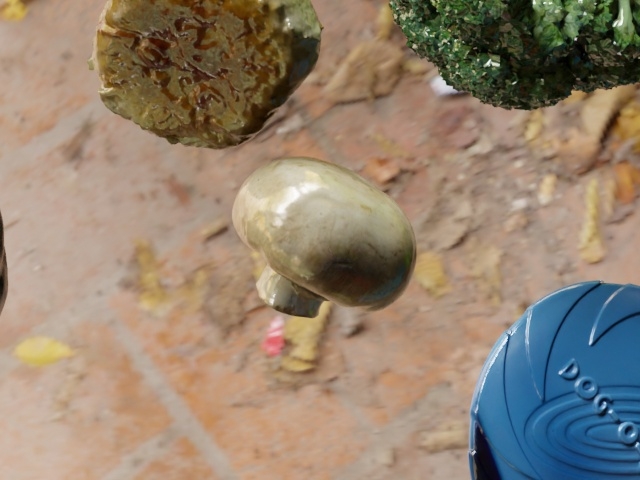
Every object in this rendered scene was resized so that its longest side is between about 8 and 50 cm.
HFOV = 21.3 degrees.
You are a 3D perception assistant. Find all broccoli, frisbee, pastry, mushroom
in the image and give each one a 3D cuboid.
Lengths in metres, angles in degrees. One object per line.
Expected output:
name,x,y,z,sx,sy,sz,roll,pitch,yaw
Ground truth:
broccoli,0.151,-0.229,1.235,0.270,0.270,0.270,21,35,-16
frisbee,0.222,0.150,1.284,0.242,0.045,0.242,2,86,-24
pastry,-0.095,-0.170,1.433,0.182,0.192,0.093,29,35,-3
mushroom,0.000,0.000,1.451,0.166,0.166,0.127,31,105,-14

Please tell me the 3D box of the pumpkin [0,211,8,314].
pumpkin,-0.339,0.030,1.016,0.296,0.296,0.296,3,80,-21
